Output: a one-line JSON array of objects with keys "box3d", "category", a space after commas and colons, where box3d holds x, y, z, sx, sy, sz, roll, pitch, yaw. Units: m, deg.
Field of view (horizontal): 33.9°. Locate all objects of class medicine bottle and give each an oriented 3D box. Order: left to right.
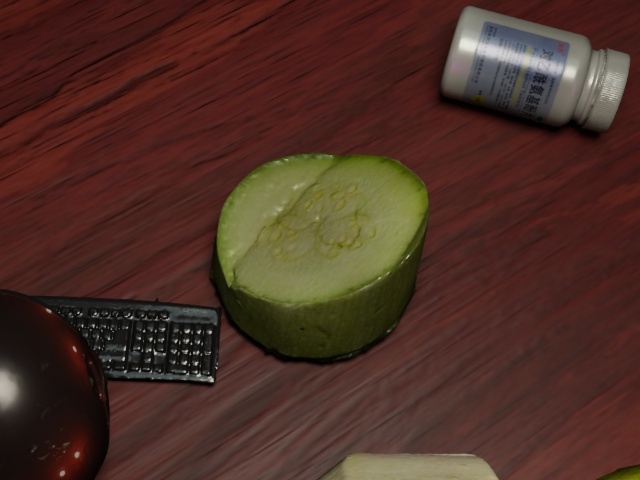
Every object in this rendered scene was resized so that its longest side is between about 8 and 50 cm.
[{"box3d": [0.230, -0.183, 1.140, 0.187, 0.102, 0.102, 17, 62, 5], "category": "medicine bottle"}]

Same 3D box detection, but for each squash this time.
[{"box3d": [-0.008, -0.002, 1.021, 0.220, 0.133, 0.220, -1, 60, 2], "category": "squash"}]

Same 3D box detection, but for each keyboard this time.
[{"box3d": [-0.222, 0.092, 1.012, 0.251, 0.017, 0.087, 3, 63, -1], "category": "keyboard"}]

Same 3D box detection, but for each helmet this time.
[{"box3d": [-0.277, 0.149, 0.888, 0.189, 0.215, 0.193, -13, 19, -4], "category": "helmet"}]

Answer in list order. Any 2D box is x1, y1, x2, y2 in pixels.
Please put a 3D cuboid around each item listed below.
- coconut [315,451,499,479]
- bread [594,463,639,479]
[{"box3d": [0.079, 0.275, 0.826, 0.241, 0.241, 0.241, 2, 62, -3], "category": "coconut"}, {"box3d": [0.297, 0.249, 0.916, 0.129, 0.111, 0.114, -13, 71, -5], "category": "bread"}]
